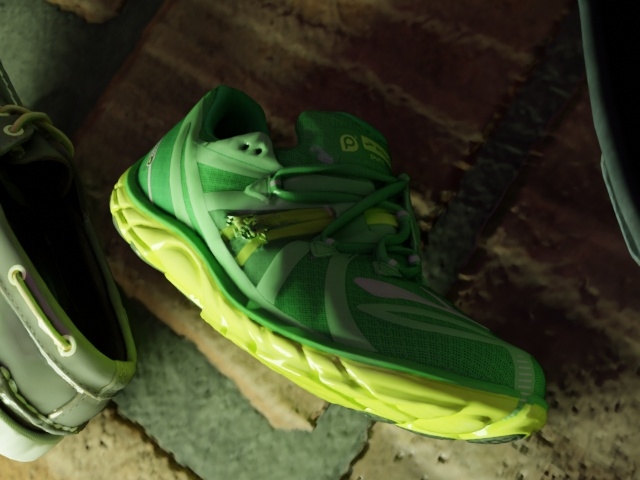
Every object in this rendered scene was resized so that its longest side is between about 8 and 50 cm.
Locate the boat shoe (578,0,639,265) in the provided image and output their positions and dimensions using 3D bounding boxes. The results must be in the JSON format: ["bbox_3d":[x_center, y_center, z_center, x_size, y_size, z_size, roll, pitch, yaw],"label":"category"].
[{"bbox_3d":[0.185,-0.164,0.617,0.187,0.156,0.500,-24,57,40],"label":"boat shoe"}]

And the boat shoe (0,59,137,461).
[{"bbox_3d":[-0.183,-0.022,0.874,0.091,0.109,0.305,-33,59,19],"label":"boat shoe"}]

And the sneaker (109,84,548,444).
[{"bbox_3d":[0.000,0.000,0.721,0.295,0.109,0.123,35,95,42],"label":"sneaker"}]
